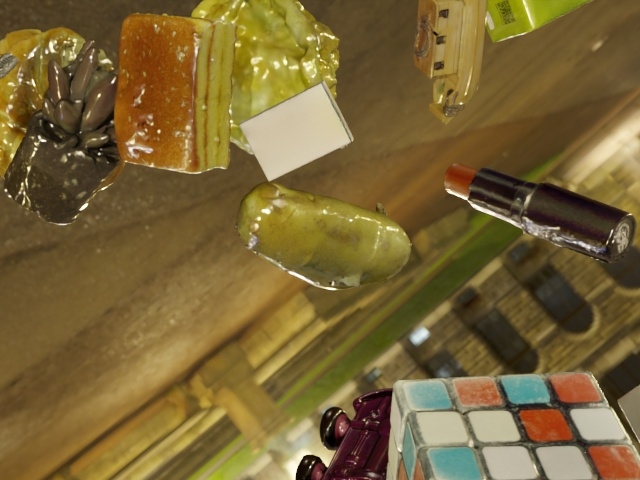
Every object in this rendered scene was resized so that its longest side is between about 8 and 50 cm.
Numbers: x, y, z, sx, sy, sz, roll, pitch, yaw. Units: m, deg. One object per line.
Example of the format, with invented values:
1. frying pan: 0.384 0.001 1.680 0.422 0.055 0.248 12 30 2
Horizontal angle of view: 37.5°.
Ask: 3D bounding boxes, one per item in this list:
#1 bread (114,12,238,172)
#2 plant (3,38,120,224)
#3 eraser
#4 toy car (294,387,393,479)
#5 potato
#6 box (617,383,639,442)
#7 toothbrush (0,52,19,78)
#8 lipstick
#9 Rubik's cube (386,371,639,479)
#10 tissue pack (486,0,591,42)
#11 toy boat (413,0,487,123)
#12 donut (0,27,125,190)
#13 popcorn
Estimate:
1. bread: -0.228 -0.228 1.455 0.110 0.184 0.234 -11 109 -50
2. plant: -0.437 -0.196 1.685 0.320 0.194 0.181 -54 -160 17
3. eraser: -0.037 -0.165 1.446 0.150 0.104 0.023 -24 -167 17
4. toy car: 0.124 0.434 1.622 0.271 0.240 0.340 0 -145 31
5. potato: 0.000 0.000 0.914 0.188 0.085 0.105 24 128 -33
6. box: 0.494 0.255 1.184 0.233 0.149 0.067 12 132 -37
7. toothbrush: -0.596 -0.187 1.483 0.321 0.031 0.023 -49 144 -20
8. lipstick: 0.302 -0.048 1.347 0.081 0.300 0.081 -25 126 -40
9. Rubik's cube: 0.218 0.326 1.091 0.253 0.256 0.259 -102 -166 -60
10. tissue pack: 0.321 -0.477 1.455 0.200 0.274 0.167 -28 -169 -13
11. toy boat: 0.152 -0.235 1.125 0.077 0.057 0.200 -14 128 -18
12. donut: -0.540 -0.261 1.915 0.170 0.360 0.360 -9 -165 38
13. popcorn: -0.106 -0.320 1.717 0.312 0.312 0.312 -40 172 -7
